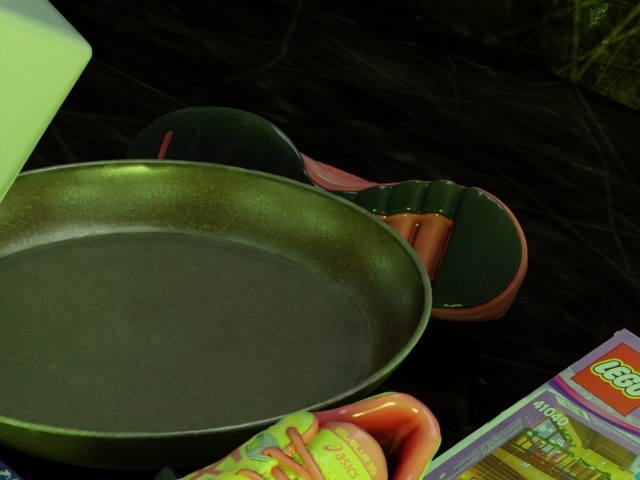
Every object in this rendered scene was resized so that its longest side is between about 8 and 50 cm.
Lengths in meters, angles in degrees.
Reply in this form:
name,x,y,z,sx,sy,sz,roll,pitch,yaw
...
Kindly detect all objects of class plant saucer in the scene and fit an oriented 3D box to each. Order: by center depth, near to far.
name,x,y,z,sx,sy,sz,roll,pitch,yaw
plant saucer,-0.095,0.038,0.857,0.311,0.050,0.310,2,28,-1

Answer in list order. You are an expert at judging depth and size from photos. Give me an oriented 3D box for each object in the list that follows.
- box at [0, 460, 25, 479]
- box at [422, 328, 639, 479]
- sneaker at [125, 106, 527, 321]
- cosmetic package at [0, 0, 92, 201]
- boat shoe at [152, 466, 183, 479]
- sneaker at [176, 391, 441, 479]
name,x,y,z,sx,sy,sz,roll,pitch,yaw
box,-0.117,0.159,0.619,0.225,0.036,0.136,30,20,26
box,0.172,0.178,0.702,0.201,0.057,0.293,-31,45,-23
sneaker,0.000,0.001,1.148,0.314,0.116,0.136,19,-14,16
cosmetic package,-0.351,-0.135,0.687,0.453,0.161,0.230,14,25,-51
boat shoe,-0.027,0.150,0.698,0.133,0.042,0.049,35,-5,-9
sneaker,-0.019,0.109,0.625,0.081,0.094,0.208,48,31,9
